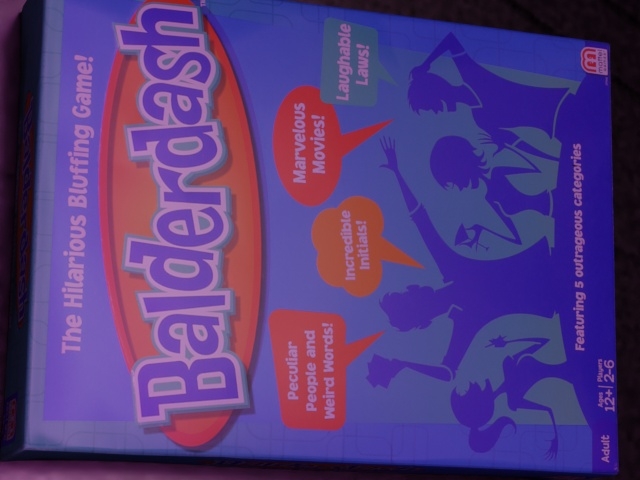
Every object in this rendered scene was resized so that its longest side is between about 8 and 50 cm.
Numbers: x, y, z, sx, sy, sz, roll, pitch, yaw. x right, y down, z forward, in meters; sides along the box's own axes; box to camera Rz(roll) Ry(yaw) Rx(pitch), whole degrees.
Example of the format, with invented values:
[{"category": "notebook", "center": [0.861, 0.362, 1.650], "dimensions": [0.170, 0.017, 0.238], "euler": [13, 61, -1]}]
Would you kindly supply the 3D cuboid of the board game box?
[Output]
[{"category": "board game box", "center": [0.000, 0.000, 0.605], "dimensions": [0.210, 0.047, 0.160], "euler": [4, 78, -19]}]
